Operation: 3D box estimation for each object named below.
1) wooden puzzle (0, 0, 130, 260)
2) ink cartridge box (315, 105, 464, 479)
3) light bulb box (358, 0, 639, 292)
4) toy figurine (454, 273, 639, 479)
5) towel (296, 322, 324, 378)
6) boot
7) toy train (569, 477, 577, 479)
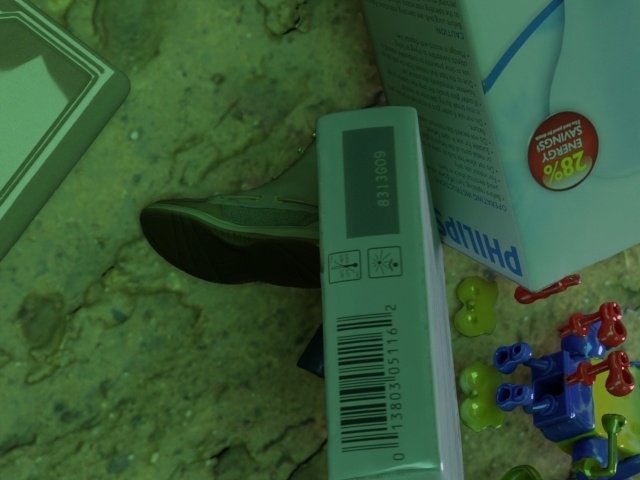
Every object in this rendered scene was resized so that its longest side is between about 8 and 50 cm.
[{"bbox_3d":[-0.324,-0.125,1.544,0.238,0.044,0.221,37,92,-18],"label":"wooden puzzle"},{"bbox_3d":[0.066,0.116,1.451,0.091,0.385,0.308,-6,62,5],"label":"ink cartridge box"},{"bbox_3d":[0.240,-0.201,1.496,0.358,0.225,0.361,-23,112,-15],"label":"light bulb box"},{"bbox_3d":[0.271,0.171,1.612,0.217,0.191,0.363,24,52,-36],"label":"toy figurine"},{"bbox_3d":[0.025,0.077,1.628,0.029,0.067,0.119,34,85,-11],"label":"towel"},{"bbox_3d":[-0.043,-0.036,1.592,0.165,0.213,0.077,-54,140,-40],"label":"boot"},{"bbox_3d":[0.298,0.280,1.717,0.125,0.046,0.166,-44,96,-23],"label":"toy train"}]
